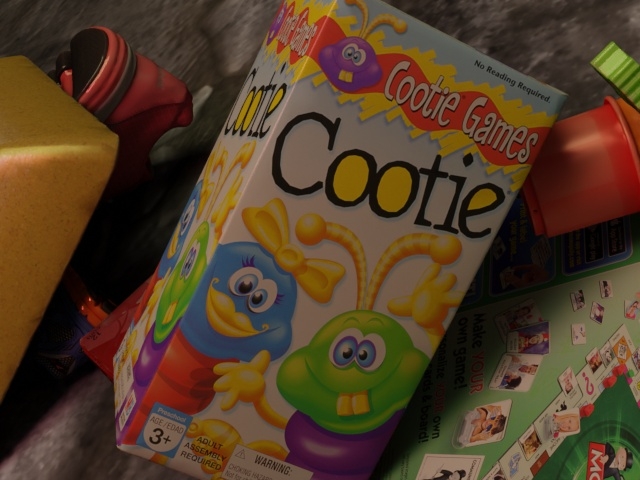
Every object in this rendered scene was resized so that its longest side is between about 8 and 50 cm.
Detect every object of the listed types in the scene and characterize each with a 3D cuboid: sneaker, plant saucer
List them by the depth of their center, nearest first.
[{"bbox_3d":[-0.242,0.049,1.048,0.087,0.083,0.221,-48,31,-5],"label":"sneaker"},{"bbox_3d":[-0.325,0.005,1.048,0.332,0.081,0.333,37,102,55],"label":"plant saucer"},{"bbox_3d":[-0.236,-0.062,1.160,0.314,0.136,0.116,-42,41,34],"label":"sneaker"}]

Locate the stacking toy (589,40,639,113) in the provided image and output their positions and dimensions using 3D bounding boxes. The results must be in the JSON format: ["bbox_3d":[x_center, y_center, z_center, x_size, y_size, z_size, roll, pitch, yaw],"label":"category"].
[{"bbox_3d":[0.277,-0.078,0.613,0.167,0.221,0.052,-47,-7,8],"label":"stacking toy"}]

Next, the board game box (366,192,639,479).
[{"bbox_3d":[0.137,0.064,0.716,0.213,0.046,0.317,-17,37,24],"label":"board game box"}]

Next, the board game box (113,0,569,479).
[{"bbox_3d":[0.000,0.000,0.701,0.275,0.144,0.142,-64,16,9],"label":"board game box"}]

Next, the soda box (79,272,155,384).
[{"bbox_3d":[-0.042,0.026,0.880,0.263,0.092,0.083,-45,35,-13],"label":"soda box"}]

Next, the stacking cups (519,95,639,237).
[{"bbox_3d":[0.267,-0.072,0.678,0.316,0.096,0.096,-20,35,6],"label":"stacking cups"}]
